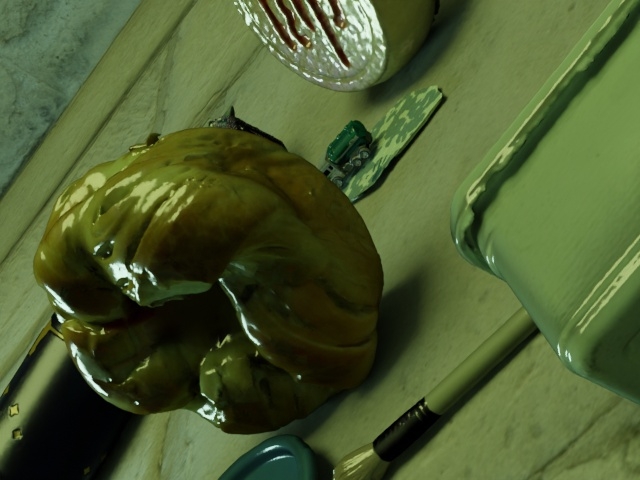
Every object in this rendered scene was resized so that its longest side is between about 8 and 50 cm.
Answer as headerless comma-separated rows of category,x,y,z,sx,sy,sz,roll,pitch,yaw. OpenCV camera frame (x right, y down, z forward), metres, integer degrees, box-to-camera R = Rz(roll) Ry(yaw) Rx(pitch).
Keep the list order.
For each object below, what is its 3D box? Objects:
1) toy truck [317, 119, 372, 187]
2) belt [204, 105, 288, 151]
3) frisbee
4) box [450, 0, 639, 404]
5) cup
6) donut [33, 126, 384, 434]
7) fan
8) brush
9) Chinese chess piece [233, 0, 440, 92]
toy truck,0.029,-0.103,1.746,0.083,0.044,0.039,-47,18,32
belt,-0.156,-0.018,2.001,0.325,0.122,0.260,-48,29,38
frisbee,-0.080,0.323,1.428,0.289,0.049,0.289,-48,20,24
box,0.249,-0.040,0.975,0.312,0.175,0.182,-52,29,21
cup,-0.374,0.211,2.073,0.255,0.178,0.256,26,84,43
donut,-0.108,0.045,1.455,0.360,0.360,0.170,-43,23,39
fan,0.071,-0.108,1.723,0.240,0.009,0.131,-45,24,38
brush,0.106,0.136,1.265,0.299,0.039,0.042,-46,-15,30
Chinese chess piece,0.011,-0.308,1.769,0.112,0.270,0.270,-48,12,-28
